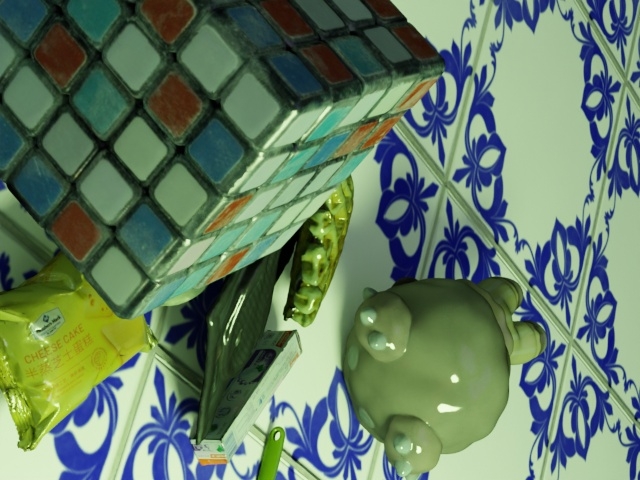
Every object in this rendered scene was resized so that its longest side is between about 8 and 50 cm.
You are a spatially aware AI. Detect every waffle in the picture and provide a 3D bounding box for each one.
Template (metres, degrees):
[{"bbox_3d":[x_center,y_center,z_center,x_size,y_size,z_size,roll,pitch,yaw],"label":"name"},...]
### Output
[{"bbox_3d":[0.000,0.000,2.005,0.214,0.054,0.208,-68,174,-76],"label":"waffle"}]

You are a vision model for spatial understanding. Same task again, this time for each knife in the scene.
[{"bbox_3d":[-0.069,0.301,2.018,0.026,0.022,0.184,84,19,-67],"label":"knife"}]

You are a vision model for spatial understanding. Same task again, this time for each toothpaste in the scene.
[{"bbox_3d":[-0.080,0.175,1.977,0.196,0.047,0.040,-55,131,-44],"label":"toothpaste"}]

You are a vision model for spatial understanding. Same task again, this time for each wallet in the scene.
[{"bbox_3d":[-0.068,0.038,1.900,0.247,0.041,0.323,103,7,-50],"label":"wallet"}]

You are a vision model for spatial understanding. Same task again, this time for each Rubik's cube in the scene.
[{"bbox_3d":[-0.118,-0.147,1.586,0.293,0.287,0.292,50,31,12],"label":"Rubik's cube"}]

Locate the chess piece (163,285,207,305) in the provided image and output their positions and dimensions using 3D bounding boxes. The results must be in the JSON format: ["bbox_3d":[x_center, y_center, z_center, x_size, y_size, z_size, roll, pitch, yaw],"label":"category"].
[{"bbox_3d":[-0.126,-0.047,1.839,0.243,0.133,0.133,-54,133,-52],"label":"chess piece"}]

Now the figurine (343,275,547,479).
[{"bbox_3d":[0.171,0.145,2.241,0.380,0.203,0.248,-23,106,-58],"label":"figurine"}]

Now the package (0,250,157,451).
[{"bbox_3d":[-0.242,0.081,1.671,0.226,0.090,0.168,-45,125,-47],"label":"package"}]
